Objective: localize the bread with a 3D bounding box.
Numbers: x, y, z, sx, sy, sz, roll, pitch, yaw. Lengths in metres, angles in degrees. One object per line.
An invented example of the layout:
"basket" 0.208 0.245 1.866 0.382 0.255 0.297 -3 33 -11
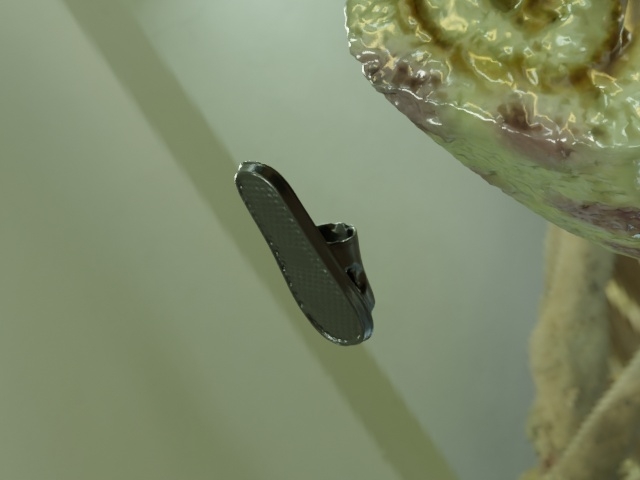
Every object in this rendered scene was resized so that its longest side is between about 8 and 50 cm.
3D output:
"bread" 0.167 -0.075 0.909 0.338 0.187 0.155 21 -98 -61

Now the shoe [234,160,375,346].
"shoe" 0.000 0.000 1.110 0.053 0.062 0.159 -53 -52 -29
